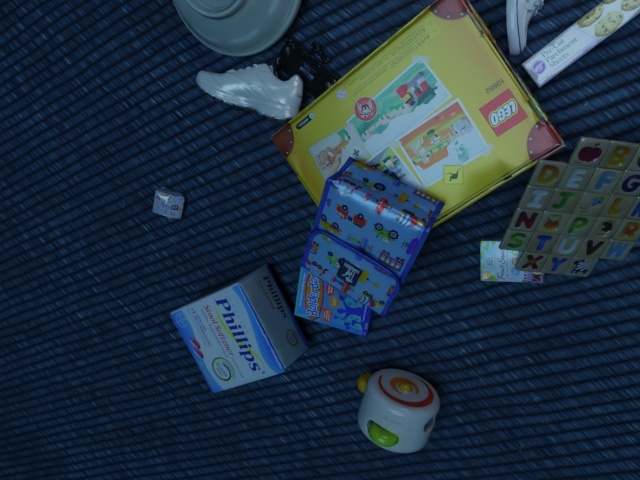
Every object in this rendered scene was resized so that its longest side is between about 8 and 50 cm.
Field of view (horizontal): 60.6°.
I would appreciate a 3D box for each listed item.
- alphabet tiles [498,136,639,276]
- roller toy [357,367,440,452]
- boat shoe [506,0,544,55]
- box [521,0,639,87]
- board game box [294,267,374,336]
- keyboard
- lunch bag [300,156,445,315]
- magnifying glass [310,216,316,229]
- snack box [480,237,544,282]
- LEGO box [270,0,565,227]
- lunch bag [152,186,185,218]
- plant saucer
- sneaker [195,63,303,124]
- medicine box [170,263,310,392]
[{"bbox_3d":[0.541,-0.054,1.122,0.285,0.011,0.342,6,131,-5],"label":"alphabet tiles"},{"bbox_3d":[0.199,0.422,1.395,0.191,0.209,0.146,7,111,-17],"label":"roller toy"},{"bbox_3d":[0.418,-0.496,1.110,0.076,0.083,0.226,1,104,22],"label":"boat shoe"},{"bbox_3d":[0.558,-0.432,1.085,0.324,0.063,0.067,-36,89,26],"label":"box"},{"bbox_3d":[0.042,0.149,1.456,0.210,0.047,0.160,14,109,19],"label":"board game box"},{"bbox_3d":[-0.021,-0.423,1.336,0.180,0.023,0.108,42,121,5],"label":"keyboard"},{"bbox_3d":[0.090,0.011,1.160,0.221,0.138,0.293,28,126,10],"label":"lunch bag"},{"bbox_3d":[0.000,0.000,1.350,0.026,0.231,0.092,-33,84,-11],"label":"magnifying glass"},{"bbox_3d":[0.447,0.045,1.275,0.141,0.037,0.100,1,104,21],"label":"snack box"},{"bbox_3d":[0.202,-0.226,1.208,0.500,0.193,0.372,-33,92,26],"label":"LEGO box"},{"bbox_3d":[-0.432,-0.106,1.568,0.083,0.053,0.071,19,112,6],"label":"lunch bag"},{"bbox_3d":[-0.228,-0.635,1.279,0.401,0.100,0.400,12,117,24],"label":"plant saucer"},{"bbox_3d":[-0.173,-0.383,1.374,0.297,0.111,0.129,19,97,12],"label":"sneaker"},{"bbox_3d":[-0.222,0.247,1.513,0.289,0.149,0.263,-25,94,34],"label":"medicine box"}]
